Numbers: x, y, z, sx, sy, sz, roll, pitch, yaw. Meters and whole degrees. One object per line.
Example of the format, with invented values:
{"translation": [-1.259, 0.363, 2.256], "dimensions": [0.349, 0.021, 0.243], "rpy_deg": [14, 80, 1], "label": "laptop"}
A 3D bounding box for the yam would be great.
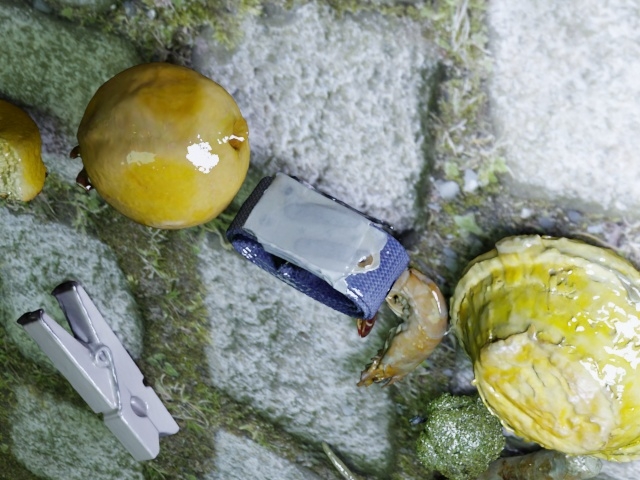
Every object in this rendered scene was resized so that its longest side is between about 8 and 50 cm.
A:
{"translation": [0.258, 0.340, 1.690], "dimensions": [0.071, 0.067, 0.317], "rpy_deg": [32, 140, -24], "label": "yam"}

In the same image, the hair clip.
{"translation": [-0.371, 0.227, 2.054], "dimensions": [0.085, 0.101, 0.331], "rpy_deg": [-18, 113, 40], "label": "hair clip"}

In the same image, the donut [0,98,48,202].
{"translation": [-0.510, -0.157, 1.822], "dimensions": [0.259, 0.152, 0.101], "rpy_deg": [20, 118, 16], "label": "donut"}

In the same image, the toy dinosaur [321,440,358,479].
{"translation": [0.087, 0.456, 1.892], "dimensions": [0.199, 0.072, 0.251], "rpy_deg": [5, 103, 7], "label": "toy dinosaur"}

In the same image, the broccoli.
{"translation": [0.190, 0.266, 1.655], "dimensions": [0.130, 0.131, 0.120], "rpy_deg": [62, 175, -22], "label": "broccoli"}

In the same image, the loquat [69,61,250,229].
{"translation": [-0.202, -0.123, 1.580], "dimensions": [0.238, 0.193, 0.238], "rpy_deg": [7, 139, 6], "label": "loquat"}

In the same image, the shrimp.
{"translation": [0.095, 0.121, 1.650], "dimensions": [0.133, 0.053, 0.236], "rpy_deg": [38, 135, 8], "label": "shrimp"}

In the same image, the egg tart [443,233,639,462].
{"translation": [0.296, 0.154, 1.463], "dimensions": [0.341, 0.132, 0.341], "rpy_deg": [21, 132, 25], "label": "egg tart"}

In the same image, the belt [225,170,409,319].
{"translation": [0.000, 0.000, 1.573], "dimensions": [0.230, 0.126, 0.140], "rpy_deg": [29, 161, 17], "label": "belt"}
